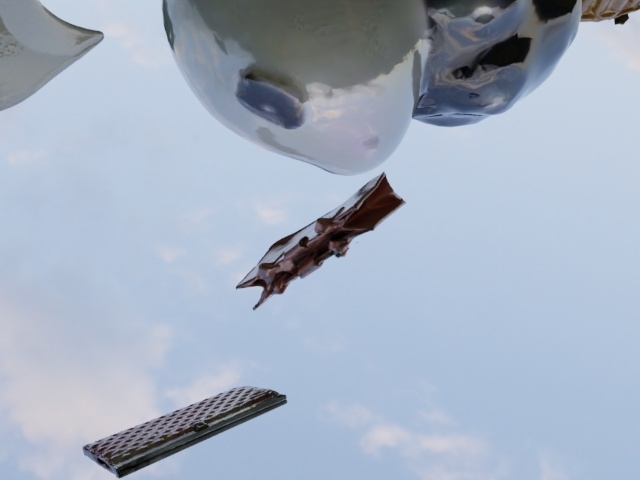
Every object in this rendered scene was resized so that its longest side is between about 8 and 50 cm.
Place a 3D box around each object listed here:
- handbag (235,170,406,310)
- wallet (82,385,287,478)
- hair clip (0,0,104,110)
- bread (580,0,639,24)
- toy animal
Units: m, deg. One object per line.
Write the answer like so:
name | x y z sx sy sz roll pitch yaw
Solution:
handbag | 0.000 0.000 1.282 0.059 0.212 0.157 54 -150 -3
wallet | -0.141 0.194 1.039 0.196 0.020 0.103 -19 -171 -30
hair clip | -0.404 -0.210 1.076 0.282 0.172 0.113 -2 -113 19
bread | 0.202 -0.268 0.738 0.199 0.104 0.199 0 -101 2
toy animal | 0.027 -0.156 0.669 0.266 0.213 0.213 -18 -137 -14
